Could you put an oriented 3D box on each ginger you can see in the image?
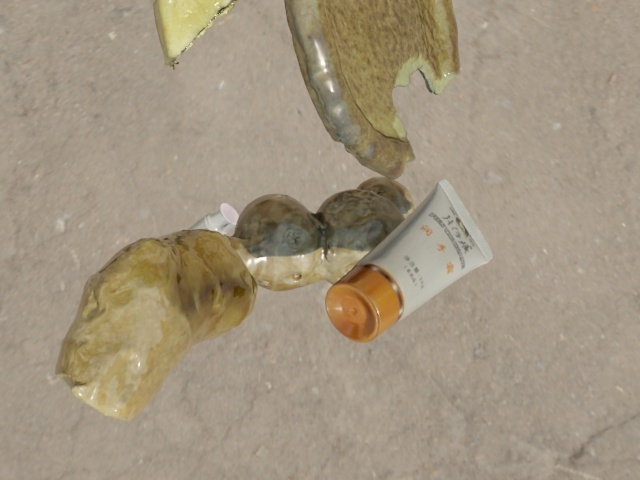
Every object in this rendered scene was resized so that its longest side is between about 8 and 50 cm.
[{"bbox_3d":[0.000,0.000,1.420,0.376,0.256,0.176,-8,120,-17],"label":"ginger"},{"bbox_3d":[-0.097,0.043,0.538,0.069,0.190,0.095,-13,98,24],"label":"ginger"}]

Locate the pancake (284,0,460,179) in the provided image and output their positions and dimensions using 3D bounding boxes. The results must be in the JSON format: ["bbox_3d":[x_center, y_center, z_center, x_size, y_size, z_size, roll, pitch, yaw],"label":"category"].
[{"bbox_3d":[0.053,-0.192,0.747,0.033,0.288,0.285,-11,80,32],"label":"pancake"}]

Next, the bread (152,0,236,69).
[{"bbox_3d":[-0.271,-0.431,1.749,0.142,0.266,0.178,29,88,-12],"label":"bread"}]

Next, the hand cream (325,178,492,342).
[{"bbox_3d":[0.132,0.034,1.197,0.089,0.314,0.139,-29,97,44],"label":"hand cream"}]

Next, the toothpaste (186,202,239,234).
[{"bbox_3d":[-0.319,0.027,2.032,0.323,0.066,0.100,-37,130,25],"label":"toothpaste"}]
